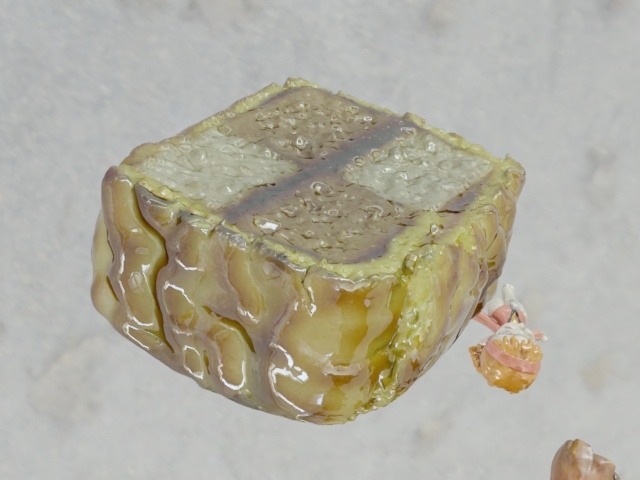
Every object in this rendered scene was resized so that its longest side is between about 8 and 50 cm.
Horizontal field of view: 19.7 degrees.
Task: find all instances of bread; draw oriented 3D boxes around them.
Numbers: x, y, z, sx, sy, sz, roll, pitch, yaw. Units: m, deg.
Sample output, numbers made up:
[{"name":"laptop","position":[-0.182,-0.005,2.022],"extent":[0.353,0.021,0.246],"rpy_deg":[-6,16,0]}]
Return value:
[{"name":"bread","position":[0.000,0.000,0.929],"extent":[0.222,0.181,0.096],"rpy_deg":[-35,142,-57]}]

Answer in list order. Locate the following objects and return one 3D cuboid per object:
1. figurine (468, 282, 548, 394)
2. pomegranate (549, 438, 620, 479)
[{"name":"figurine","position":[0.124,0.062,1.231],"extent":[0.064,0.109,0.047],"rpy_deg":[17,118,-11]},{"name":"pomegranate","position":[0.143,0.267,1.222],"extent":[0.252,0.229,0.270],"rpy_deg":[50,53,-58]}]
